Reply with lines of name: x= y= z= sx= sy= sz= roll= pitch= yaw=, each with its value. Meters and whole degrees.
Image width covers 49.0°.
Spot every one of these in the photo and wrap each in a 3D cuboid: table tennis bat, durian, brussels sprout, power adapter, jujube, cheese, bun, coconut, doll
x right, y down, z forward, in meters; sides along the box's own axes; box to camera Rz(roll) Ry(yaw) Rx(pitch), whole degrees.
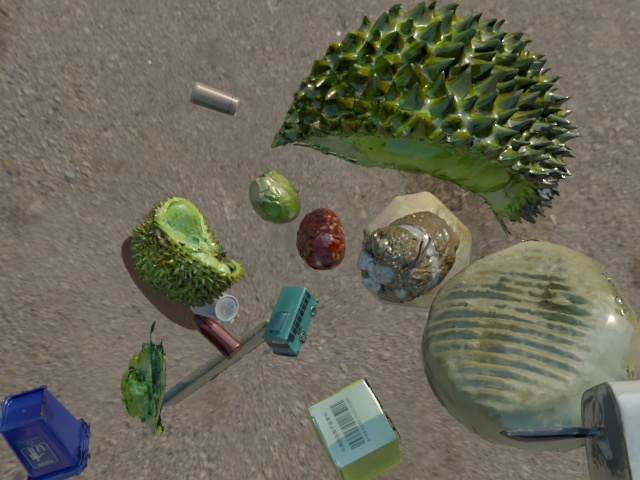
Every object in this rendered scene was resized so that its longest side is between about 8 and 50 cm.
table tennis bat: x=-0.365 y=0.148 z=1.801 sx=0.415 sy=0.268 sz=0.051 roll=41 pitch=55 yaw=10
durian: x=-0.282 y=0.037 z=1.451 sx=0.237 sy=0.176 sz=0.200 roll=44 pitch=37 yaw=6
brussels sprout: x=-0.122 y=-0.107 z=1.871 sx=0.155 sy=0.155 sz=0.117 roll=45 pitch=124 yaw=3
power adapter: x=0.237 y=0.168 z=0.509 sx=0.205 sy=0.125 sz=0.130 roll=-3 pitch=72 yaw=8
durian: x=-0.418 y=0.344 z=1.671 sx=0.107 sy=0.375 sz=0.132 roll=6 pitch=38 yaw=-2
jujube: x=0.000 y=0.000 z=1.543 sx=0.109 sy=0.176 sz=0.112 roll=-7 pitch=117 yaw=-2
durian: x=0.129 y=-0.115 z=0.679 sx=0.352 sy=0.169 sz=0.158 roll=12 pitch=64 yaw=-36
cheese: x=-0.275 y=0.331 z=1.870 sx=0.400 sy=0.085 sz=0.034 roll=-38 pitch=64 yaw=12
bun: x=0.323 y=0.174 z=1.096 sx=0.326 sy=0.234 sz=0.362 roll=-12 pitch=38 yaw=14
coconut: x=0.175 y=0.022 z=1.381 sx=0.237 sy=0.237 sz=0.197 roll=-39 pitch=62 yaw=-10
doll: x=0.130 y=0.017 z=0.957 sx=0.115 sy=0.221 sz=0.105 roll=-21 pitch=91 yaw=26

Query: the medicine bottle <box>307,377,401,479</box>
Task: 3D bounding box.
medicine bottle: x=0.070 y=0.397 z=1.421 sx=0.141 sy=0.250 sz=0.137 roll=-25 pitch=61 yaw=-7

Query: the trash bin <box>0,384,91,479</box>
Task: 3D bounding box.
trash bin: x=-0.698 y=0.483 z=1.778 sx=0.163 sy=0.234 sz=0.184 roll=-18 pitch=38 yaw=0

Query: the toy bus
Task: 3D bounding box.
toy bus: x=-0.075 y=0.196 z=1.717 sx=0.079 sy=0.092 sz=0.160 roll=1 pitch=56 yaw=33

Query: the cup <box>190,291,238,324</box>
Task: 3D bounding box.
cup: x=-0.236 y=0.155 z=1.599 sx=0.074 sy=0.116 sz=0.104 roll=-40 pitch=121 yaw=-28

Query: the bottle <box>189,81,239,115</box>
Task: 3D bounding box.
bottle: x=-0.216 y=-0.288 z=1.437 sx=0.096 sy=0.045 sz=0.045 roll=18 pitch=79 yaw=-14
